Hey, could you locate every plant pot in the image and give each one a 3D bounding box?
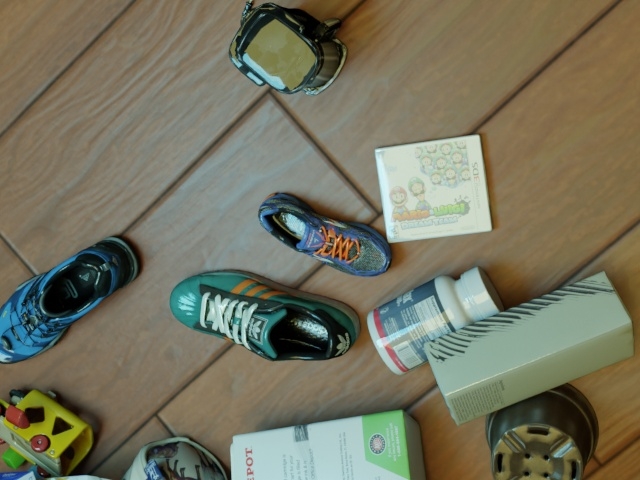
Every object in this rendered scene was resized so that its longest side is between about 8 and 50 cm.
[{"bbox_3d":[0.312,0.295,1.573,0.167,0.165,0.166,2,99,12],"label":"plant pot"}]

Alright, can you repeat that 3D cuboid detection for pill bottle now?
[{"bbox_3d":[0.170,0.112,1.609,0.180,0.108,0.108,-28,91,15],"label":"pill bottle"}]

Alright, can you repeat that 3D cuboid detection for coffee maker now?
[{"bbox_3d":[-0.063,-0.275,1.568,0.171,0.178,0.120,16,101,11],"label":"coffee maker"}]

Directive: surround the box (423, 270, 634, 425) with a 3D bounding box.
[{"bbox_3d":[0.292,0.152,1.544,0.275,0.113,0.094,-22,55,2],"label":"box"}]

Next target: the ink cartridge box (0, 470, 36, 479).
[{"bbox_3d":[-0.450,0.456,1.684,0.097,0.046,0.207,-11,99,39],"label":"ink cartridge box"}]

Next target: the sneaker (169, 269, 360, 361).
[{"bbox_3d":[-0.096,0.115,1.665,0.302,0.121,0.108,9,100,12],"label":"sneaker"}]

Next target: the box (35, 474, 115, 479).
[{"bbox_3d":[-0.447,0.414,1.752,0.324,0.063,0.067,-13,64,40],"label":"box"}]

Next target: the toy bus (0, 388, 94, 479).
[{"bbox_3d":[-0.463,0.294,1.789,0.191,0.104,0.202,-8,122,49],"label":"toy bus"}]

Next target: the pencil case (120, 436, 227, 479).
[{"bbox_3d":[-0.308,0.510,1.744,0.160,0.183,0.410,30,105,-20],"label":"pencil case"}]

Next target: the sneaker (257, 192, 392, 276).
[{"bbox_3d":[0.000,0.000,1.643,0.221,0.087,0.083,21,103,10],"label":"sneaker"}]

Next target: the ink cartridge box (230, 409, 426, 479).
[{"bbox_3d":[0.016,0.377,1.647,0.273,0.115,0.198,-11,68,16],"label":"ink cartridge box"}]

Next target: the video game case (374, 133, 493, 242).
[{"bbox_3d":[0.166,-0.075,1.626,0.157,0.019,0.143,-7,97,15],"label":"video game case"}]

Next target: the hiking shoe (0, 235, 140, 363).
[{"bbox_3d":[-0.430,0.097,1.737,0.304,0.132,0.113,-38,88,16],"label":"hiking shoe"}]
